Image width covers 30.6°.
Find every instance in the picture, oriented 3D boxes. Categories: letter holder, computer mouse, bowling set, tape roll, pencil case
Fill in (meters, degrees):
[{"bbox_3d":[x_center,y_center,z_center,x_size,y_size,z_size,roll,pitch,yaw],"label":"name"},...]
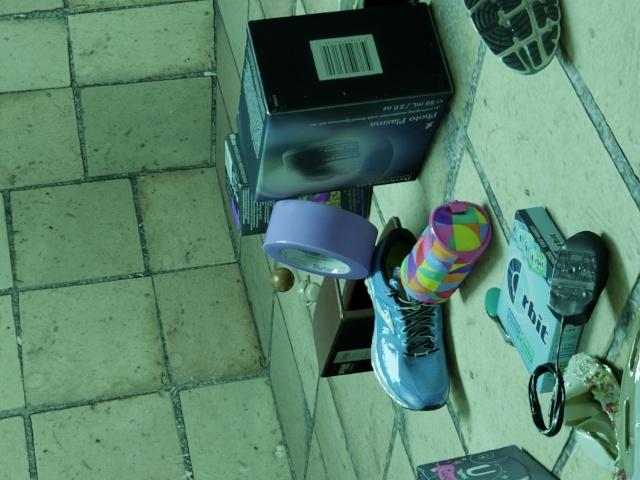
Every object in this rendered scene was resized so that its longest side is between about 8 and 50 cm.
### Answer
[{"bbox_3d":[0.072,0.105,2.244,0.302,0.152,0.214,106,155,-62],"label":"letter holder"},{"bbox_3d":[0.289,0.108,1.350,0.071,0.041,0.242,11,86,50],"label":"computer mouse"},{"bbox_3d":[-0.021,0.055,2.551,0.154,0.200,0.287,180,86,-79],"label":"bowling set"},{"bbox_3d":[0.000,0.000,2.015,0.189,0.189,0.080,129,156,-73],"label":"tape roll"},{"bbox_3d":[0.187,0.018,1.787,0.236,0.104,0.104,117,143,-67],"label":"pencil case"}]

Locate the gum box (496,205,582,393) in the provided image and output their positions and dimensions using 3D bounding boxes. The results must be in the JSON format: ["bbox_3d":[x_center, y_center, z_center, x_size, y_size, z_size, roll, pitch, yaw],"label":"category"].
[{"bbox_3d":[0.284,0.076,1.502,0.157,0.041,0.184,-111,18,-48],"label":"gum box"}]

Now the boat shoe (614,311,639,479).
[{"bbox_3d":[0.349,0.196,1.141,0.103,0.113,0.302,-138,53,-74],"label":"boat shoe"}]

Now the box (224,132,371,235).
[{"bbox_3d":[-0.047,-0.127,2.352,0.143,0.270,0.165,94,163,-44],"label":"box"}]

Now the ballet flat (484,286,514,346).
[{"bbox_3d":[0.260,0.113,1.646,0.114,0.041,0.041,-113,19,-53],"label":"ballet flat"}]

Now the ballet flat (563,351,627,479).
[{"bbox_3d":[0.319,0.202,1.337,0.241,0.077,0.091,-121,26,-63],"label":"ballet flat"}]

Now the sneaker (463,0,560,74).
[{"bbox_3d":[0.226,-0.312,1.454,0.110,0.107,0.275,47,-160,-57],"label":"sneaker"}]

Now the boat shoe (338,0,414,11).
[{"bbox_3d":[0.099,-0.395,1.898,0.305,0.109,0.091,116,149,-63],"label":"boat shoe"}]

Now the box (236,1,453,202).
[{"bbox_3d":[0.029,-0.216,1.896,0.294,0.296,0.182,106,153,-65],"label":"box"}]

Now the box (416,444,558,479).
[{"bbox_3d":[0.245,0.392,1.585,0.247,0.163,0.142,-147,49,-74],"label":"box"}]

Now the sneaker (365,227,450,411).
[{"bbox_3d":[0.145,0.128,1.969,0.147,0.130,0.330,101,158,-63],"label":"sneaker"}]
